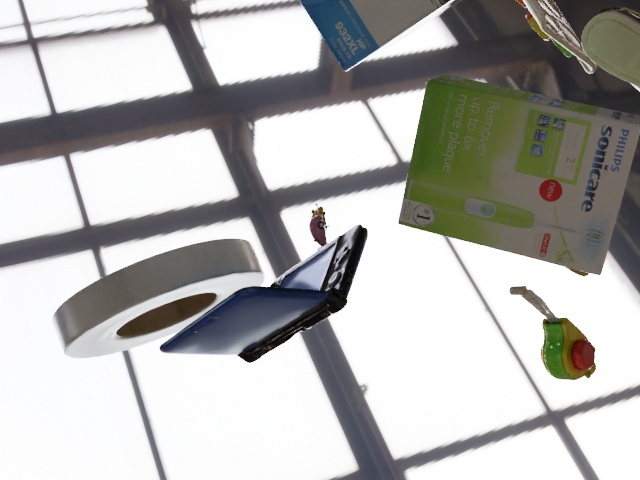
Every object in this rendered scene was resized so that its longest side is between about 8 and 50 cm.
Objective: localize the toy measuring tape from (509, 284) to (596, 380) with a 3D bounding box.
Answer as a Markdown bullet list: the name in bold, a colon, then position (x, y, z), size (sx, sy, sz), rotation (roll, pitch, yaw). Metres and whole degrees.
- **toy measuring tape**: position (0.512, 0.225, 2.187), size (0.121, 0.121, 0.330), rotation (-39, -56, 17)

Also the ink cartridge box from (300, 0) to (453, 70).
- **ink cartridge box**: position (0.157, -0.392, 1.419), size (0.307, 0.129, 0.223), rotation (-29, 6, 33)

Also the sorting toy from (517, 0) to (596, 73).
- **sorting toy**: position (0.394, -0.397, 1.747), size (0.038, 0.193, 0.208), rotation (-38, -38, 23)

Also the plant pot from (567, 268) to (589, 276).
- **plant pot**: position (0.485, 0.024, 1.868), size (0.081, 0.083, 0.081), rotation (-45, -6, 6)

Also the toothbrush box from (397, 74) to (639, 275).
- **toothbrush box**: position (0.270, -0.095, 1.350), size (0.122, 0.283, 0.206), rotation (-37, -39, -68)

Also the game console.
- **game console**: position (-0.092, 0.080, 1.617), size (0.173, 0.250, 0.293), rotation (36, -41, -19)

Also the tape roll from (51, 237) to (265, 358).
- **tape roll**: position (-0.291, 0.109, 1.804), size (0.392, 0.072, 0.392), rotation (-22, -12, -5)

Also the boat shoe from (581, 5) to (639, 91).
- **boat shoe**: position (0.561, -0.258, 1.574), size (0.116, 0.324, 0.097), rotation (-55, -3, 36)

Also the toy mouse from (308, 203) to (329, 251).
- **toy mouse**: position (0.000, 0.000, 1.841), size (0.031, 0.143, 0.161), rotation (-9, -28, 4)
